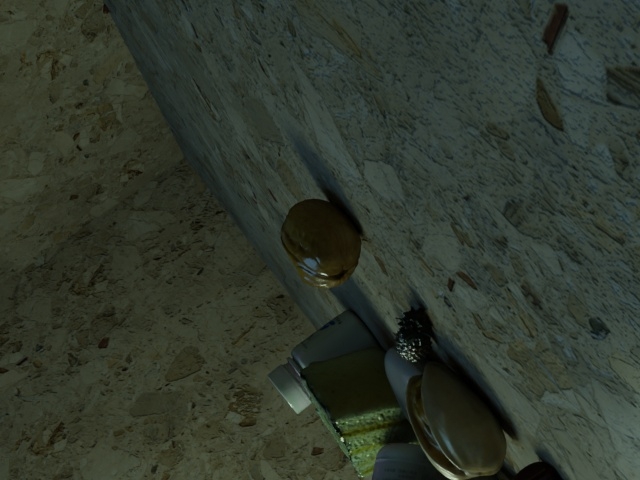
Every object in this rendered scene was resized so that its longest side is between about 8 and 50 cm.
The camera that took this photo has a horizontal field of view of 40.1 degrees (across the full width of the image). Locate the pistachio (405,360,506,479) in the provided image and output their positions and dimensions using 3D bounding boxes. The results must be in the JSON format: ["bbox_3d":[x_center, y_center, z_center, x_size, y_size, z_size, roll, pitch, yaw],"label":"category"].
[{"bbox_3d":[0.244,0.328,1.598,0.229,0.157,0.157,57,174,21],"label":"pistachio"}]

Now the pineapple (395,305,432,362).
[{"bbox_3d":[0.167,0.167,1.589,0.074,0.074,0.159,50,168,24],"label":"pineapple"}]

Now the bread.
[{"bbox_3d":[0.128,0.406,2.202,0.239,0.264,0.395,59,172,32],"label":"bread"}]

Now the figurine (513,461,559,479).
[{"bbox_3d":[0.390,0.450,1.488,0.154,0.082,0.098,54,-174,-5],"label":"figurine"}]

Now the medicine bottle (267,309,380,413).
[{"bbox_3d":[0.012,0.336,2.400,0.170,0.293,0.170,51,171,12],"label":"medicine bottle"}]

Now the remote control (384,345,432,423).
[{"bbox_3d":[0.226,0.337,1.829,0.221,0.103,0.332,41,166,35],"label":"remote control"}]

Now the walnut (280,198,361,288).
[{"bbox_3d":[0.000,0.000,1.614,0.180,0.144,0.144,51,172,45],"label":"walnut"}]

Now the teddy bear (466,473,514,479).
[{"bbox_3d":[0.382,0.599,1.842,0.267,0.151,0.235,29,128,38],"label":"teddy bear"}]

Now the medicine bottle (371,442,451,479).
[{"bbox_3d":[0.230,0.658,2.042,0.256,0.324,0.256,11,157,5],"label":"medicine bottle"}]
